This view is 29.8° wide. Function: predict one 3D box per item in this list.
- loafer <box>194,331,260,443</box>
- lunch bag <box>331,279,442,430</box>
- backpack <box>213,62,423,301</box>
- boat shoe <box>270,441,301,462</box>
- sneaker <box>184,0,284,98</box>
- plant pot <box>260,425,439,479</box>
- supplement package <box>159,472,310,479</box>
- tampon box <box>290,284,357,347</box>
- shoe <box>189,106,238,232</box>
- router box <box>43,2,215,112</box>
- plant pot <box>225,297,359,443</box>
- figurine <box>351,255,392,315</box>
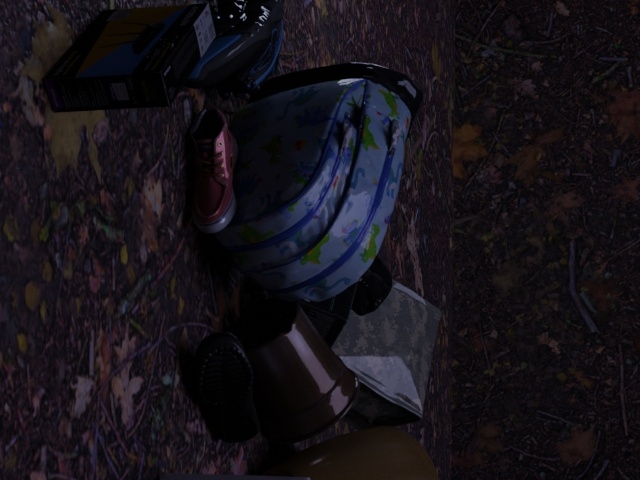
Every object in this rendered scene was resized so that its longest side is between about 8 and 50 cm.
[{"bbox_3d":[-0.135,0.194,1.657,0.220,0.080,0.078,86,-11,-47],"label":"loafer"},{"bbox_3d":[0.052,0.174,2.119,0.287,0.169,0.235,35,50,-27],"label":"lunch bag"},{"bbox_3d":[-0.020,-0.083,1.751,0.273,0.290,0.355,31,58,-52],"label":"backpack"},{"bbox_3d":[-0.062,0.324,1.956,0.040,0.049,0.142,-26,127,-35],"label":"boat shoe"},{"bbox_3d":[-0.114,-0.255,1.666,0.341,0.125,0.139,-55,146,-62],"label":"sneaker"},{"bbox_3d":[0.023,0.414,1.898,0.254,0.237,0.237,9,79,-47],"label":"plant pot"},{"bbox_3d":[-0.102,0.449,1.483,0.199,0.198,0.262,-72,156,-50],"label":"supplement package"},{"bbox_3d":[-0.022,0.116,1.881,0.120,0.101,0.161,-75,-170,-47],"label":"tampon box"},{"bbox_3d":[-0.151,-0.098,1.634,0.081,0.064,0.178,70,18,-47],"label":"shoe"},{"bbox_3d":[-0.203,-0.200,1.306,0.179,0.133,0.046,-71,155,-54],"label":"router box"},{"bbox_3d":[-0.051,0.182,1.765,0.165,0.167,0.167,62,26,-27],"label":"plant pot"},{"bbox_3d":[0.000,0.000,1.960,0.092,0.215,0.209,-50,145,-20],"label":"figurine"}]
